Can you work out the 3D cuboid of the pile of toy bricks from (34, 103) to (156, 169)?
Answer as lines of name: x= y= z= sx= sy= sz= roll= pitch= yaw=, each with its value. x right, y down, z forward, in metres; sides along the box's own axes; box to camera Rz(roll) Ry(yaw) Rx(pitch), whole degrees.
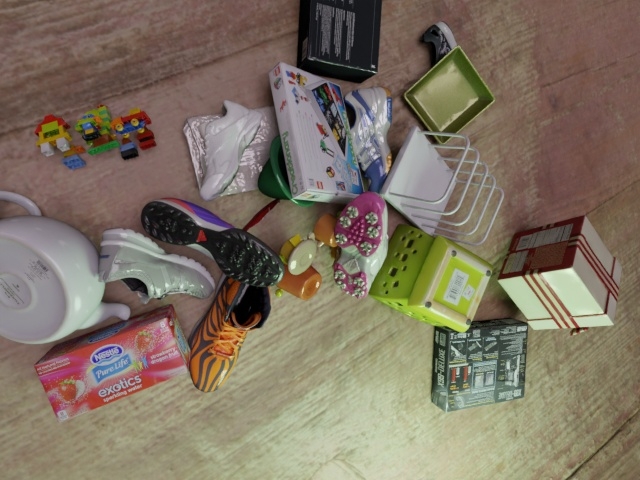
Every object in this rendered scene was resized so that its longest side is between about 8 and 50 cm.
pile of toy bricks: x=-0.449 y=-0.231 z=0.856 sx=0.212 sy=0.118 sz=0.105 roll=-18 pitch=73 yaw=-4

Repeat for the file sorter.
file sorter: x=0.323 y=-0.129 z=1.072 sx=0.277 sy=0.173 sz=0.193 roll=32 pitch=81 yaw=-45

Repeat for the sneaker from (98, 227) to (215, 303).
sneaker: x=-0.337 y=0.080 z=0.863 sx=0.281 sy=0.105 sz=0.115 roll=38 pitch=54 yaw=-49

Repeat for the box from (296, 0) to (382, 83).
box: x=0.047 y=-0.539 z=1.018 sx=0.184 sy=0.103 sz=0.262 roll=3 pitch=93 yaw=-19

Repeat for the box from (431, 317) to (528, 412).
box: x=0.489 y=0.372 z=1.280 sx=0.307 sy=0.076 sz=0.243 roll=-1 pitch=95 yaw=-22

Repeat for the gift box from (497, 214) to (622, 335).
gift box: x=0.706 y=0.110 z=1.255 sx=0.258 sy=0.276 sz=0.255 roll=47 pitch=60 yaw=-14

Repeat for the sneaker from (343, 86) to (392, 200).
sneaker: x=0.115 y=-0.238 z=1.083 sx=0.130 sy=0.112 sz=0.297 roll=-2 pitch=96 yaw=0

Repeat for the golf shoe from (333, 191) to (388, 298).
golf shoe: x=0.105 y=-0.004 z=0.976 sx=0.140 sy=0.115 sz=0.306 roll=-44 pitch=155 yaw=-38

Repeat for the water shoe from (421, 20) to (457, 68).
water shoe: x=0.352 y=-0.502 z=1.172 sx=0.080 sy=0.073 sz=0.203 roll=-32 pitch=109 yaw=12

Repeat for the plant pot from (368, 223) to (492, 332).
plant pot: x=0.300 y=0.105 z=1.114 sx=0.227 sy=0.207 sz=0.228 roll=27 pitch=85 yaw=-22

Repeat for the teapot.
teapot: x=-0.519 y=0.053 z=0.800 sx=0.252 sy=0.187 sz=0.256 roll=9 pitch=111 yaw=3

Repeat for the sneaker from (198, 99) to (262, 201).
sneaker: x=-0.220 y=-0.197 z=0.905 sx=0.115 sy=0.090 sz=0.232 roll=26 pitch=75 yaw=-14

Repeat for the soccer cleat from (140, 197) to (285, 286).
soccer cleat: x=-0.213 y=-0.007 z=0.894 sx=0.318 sy=0.116 sz=0.109 roll=25 pitch=110 yaw=1

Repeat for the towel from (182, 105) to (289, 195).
towel: x=-0.165 y=-0.214 z=0.987 sx=0.282 sy=0.049 sz=0.187 roll=-16 pitch=101 yaw=-20

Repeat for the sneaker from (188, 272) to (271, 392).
sneaker: x=-0.206 y=0.200 z=0.931 sx=0.124 sy=0.180 sz=0.321 roll=17 pitch=88 yaw=-22

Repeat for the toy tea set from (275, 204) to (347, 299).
toy tea set: x=0.000 y=0.000 z=1.040 sx=0.336 sy=0.124 sz=0.200 roll=-34 pitch=141 yaw=-34

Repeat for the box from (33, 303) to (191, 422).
box: x=-0.415 y=0.244 z=0.867 sx=0.256 sy=0.122 sz=0.128 roll=-19 pitch=100 yaw=-11

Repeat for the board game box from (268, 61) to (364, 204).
board game box: x=-0.005 y=-0.237 z=0.959 sx=0.192 sy=0.053 sz=0.306 roll=2 pitch=72 yaw=-45

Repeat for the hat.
hat: x=-0.123 y=-0.128 z=0.977 sx=0.173 sy=0.183 sz=0.208 roll=61 pitch=35 yaw=-14

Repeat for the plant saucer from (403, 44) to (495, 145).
plant saucer: x=0.349 y=-0.394 z=1.153 sx=0.188 sy=0.045 sz=0.188 roll=-41 pitch=109 yaw=12
